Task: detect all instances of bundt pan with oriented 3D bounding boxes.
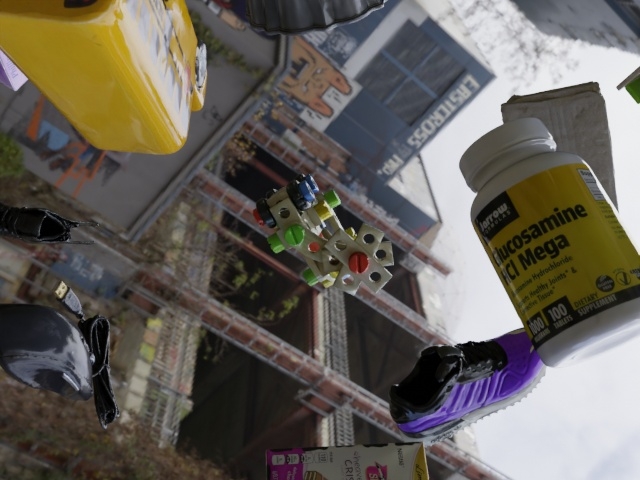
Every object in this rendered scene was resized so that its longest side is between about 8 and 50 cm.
[{"bbox_3d":[-0.011,-0.552,1.402,0.331,0.124,0.331,-9,-138,8],"label":"bundt pan"}]

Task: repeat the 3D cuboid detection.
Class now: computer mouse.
[{"bbox_3d":[-0.311,0.111,0.847,0.060,0.262,0.184,-23,-123,1],"label":"computer mouse"}]

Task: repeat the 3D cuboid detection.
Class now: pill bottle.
[{"bbox_3d":[0.332,-0.003,0.980,0.188,0.188,0.334,-39,-119,34],"label":"pill bottle"}]

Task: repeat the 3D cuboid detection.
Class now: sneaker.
[{"bbox_3d":[-0.377,-0.024,0.860,0.089,0.170,0.051,-1,-104,39],"label":"sneaker"},{"bbox_3d":[0.237,0.212,1.105,0.293,0.146,0.102,-33,-146,-3],"label":"sneaker"}]

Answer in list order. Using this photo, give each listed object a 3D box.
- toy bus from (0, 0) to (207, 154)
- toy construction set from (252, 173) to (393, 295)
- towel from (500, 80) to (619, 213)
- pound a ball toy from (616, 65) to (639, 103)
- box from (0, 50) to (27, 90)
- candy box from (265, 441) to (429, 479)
[{"bbox_3d":[-0.173,-0.166,0.584,0.332,0.108,0.130,99,-5,-79],"label":"toy bus"},{"bbox_3d":[0.000,0.000,1.091,0.151,0.215,0.328,-31,-172,-5],"label":"toy construction set"},{"bbox_3d":[0.449,-0.145,1.281,0.187,0.282,0.049,-6,-165,22],"label":"towel"},{"bbox_3d":[0.712,-0.281,1.195,0.319,0.208,0.136,-31,172,-22],"label":"pound a ball toy"},{"bbox_3d":[-0.559,-0.388,1.055,0.117,0.243,0.213,-57,174,-24],"label":"box"},{"bbox_3d":[0.040,0.379,0.977,0.071,0.233,0.159,95,-8,-57],"label":"candy box"}]
